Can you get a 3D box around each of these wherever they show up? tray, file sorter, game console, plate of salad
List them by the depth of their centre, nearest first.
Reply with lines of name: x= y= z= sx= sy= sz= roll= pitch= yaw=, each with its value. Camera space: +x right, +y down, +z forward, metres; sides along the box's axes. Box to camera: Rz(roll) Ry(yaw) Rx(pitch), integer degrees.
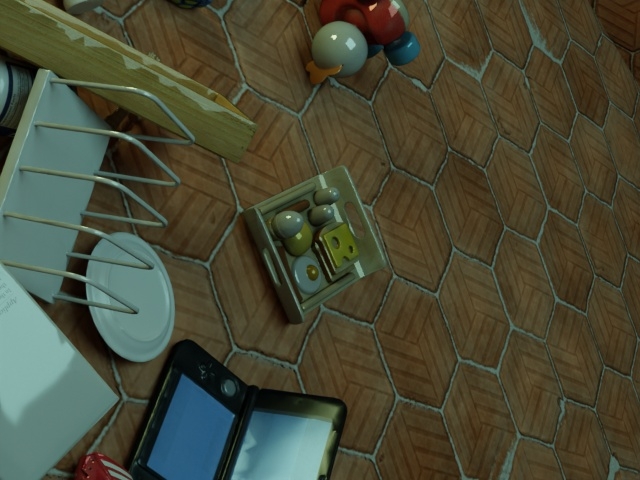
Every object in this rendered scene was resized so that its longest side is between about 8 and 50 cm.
file sorter: x=-0.308 y=-0.056 z=1.464 sx=0.193 sy=0.173 sz=0.278 roll=49 pitch=54 yaw=-65
tray: x=-0.305 y=-0.250 z=1.586 sx=0.410 sy=0.203 sz=0.076 roll=27 pitch=98 yaw=-27
game console: x=-0.125 y=0.312 z=1.632 sx=0.250 sy=0.173 sz=0.293 roll=44 pitch=44 yaw=-30
plate of salad: x=-0.291 y=0.086 z=1.634 sx=0.200 sy=0.048 sz=0.200 roll=34 pitch=49 yaw=-51

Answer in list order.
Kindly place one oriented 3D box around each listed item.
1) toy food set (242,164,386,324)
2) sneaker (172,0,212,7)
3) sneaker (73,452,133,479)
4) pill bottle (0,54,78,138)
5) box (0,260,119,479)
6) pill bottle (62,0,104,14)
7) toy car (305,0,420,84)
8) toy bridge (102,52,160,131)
toy food set: x=0.000 y=0.000 z=1.985 sx=0.306 sy=0.092 sz=0.220 roll=-29 pitch=97 yaw=-51
sneaker: x=-0.260 y=-0.471 z=1.899 sx=0.188 sy=0.067 sz=0.078 roll=30 pitch=59 yaw=-36
sneaker: x=-0.339 y=0.360 z=1.452 sx=0.221 sy=0.087 sz=0.128 roll=4 pitch=52 yaw=-47
pill bottle: x=-0.446 y=-0.203 z=1.519 sx=0.186 sy=0.112 sz=0.112 roll=11 pitch=66 yaw=-48
box: x=-0.438 y=0.113 z=1.274 sx=0.168 sy=0.215 sz=0.345 roll=-46 pitch=112 yaw=-26
pill bottle: x=-0.395 y=-0.440 z=1.707 sx=0.086 sy=0.086 sz=0.152 roll=-21 pitch=90 yaw=-52
toy car: x=0.041 y=-0.407 z=2.183 sx=0.238 sy=0.210 sz=0.219 roll=-49 pitch=130 yaw=-19
toy bridge: x=-0.301 y=-0.241 z=1.751 sx=0.026 sy=0.063 sz=0.188 roll=47 pitch=43 yaw=-27
